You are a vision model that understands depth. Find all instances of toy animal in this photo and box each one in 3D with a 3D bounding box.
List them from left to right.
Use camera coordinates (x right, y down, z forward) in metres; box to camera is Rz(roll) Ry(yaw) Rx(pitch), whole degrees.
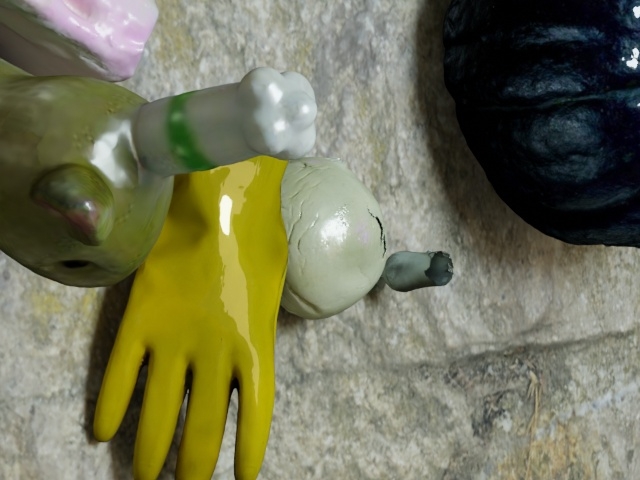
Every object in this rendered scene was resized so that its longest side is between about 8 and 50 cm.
[{"bbox_3d":[-0.171,-0.030,1.217,0.181,0.363,0.180,-46,137,-35],"label":"toy animal"}]

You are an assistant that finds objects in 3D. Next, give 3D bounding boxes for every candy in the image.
[{"bbox_3d":[-0.235,-0.205,1.276,0.265,0.155,0.116,35,67,-43],"label":"candy"}]

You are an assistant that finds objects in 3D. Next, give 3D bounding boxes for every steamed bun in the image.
[{"bbox_3d":[0.000,0.000,1.595,0.112,0.091,0.130,-28,111,-44],"label":"steamed bun"}]

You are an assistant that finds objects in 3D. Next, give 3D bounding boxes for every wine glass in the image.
[{"bbox_3d":[0.074,0.025,1.687,0.042,0.083,0.039,17,72,-45],"label":"wine glass"}]

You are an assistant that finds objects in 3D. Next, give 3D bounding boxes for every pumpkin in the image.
[{"bbox_3d":[0.274,-0.166,1.785,0.363,0.266,0.363,-7,99,-49],"label":"pumpkin"}]

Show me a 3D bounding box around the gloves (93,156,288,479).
[{"bbox_3d":[-0.090,0.051,1.493,0.133,0.116,0.294,9,88,-8],"label":"gloves"}]
